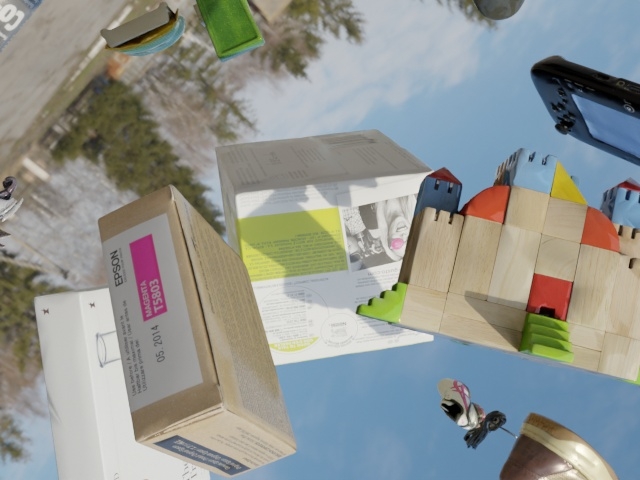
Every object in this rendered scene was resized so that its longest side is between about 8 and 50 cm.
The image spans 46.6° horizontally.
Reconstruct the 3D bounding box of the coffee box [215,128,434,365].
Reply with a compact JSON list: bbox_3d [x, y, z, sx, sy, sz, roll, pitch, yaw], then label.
[{"bbox_3d":[0.000,0.000,1.407,0.339,0.334,0.337,-8,-158,-10],"label":"coffee box"}]

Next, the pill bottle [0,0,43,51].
[{"bbox_3d":[-0.711,-0.467,1.489,0.361,0.204,0.204,-49,-161,3],"label":"pill bottle"}]

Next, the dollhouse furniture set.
[{"bbox_3d":[-0.278,-0.409,1.550,0.302,0.151,0.197,-23,-176,3],"label":"dollhouse furniture set"}]

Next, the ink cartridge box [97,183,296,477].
[{"bbox_3d":[-0.118,0.094,0.726,0.088,0.193,0.234,-23,-121,7],"label":"ink cartridge box"}]

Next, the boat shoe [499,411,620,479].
[{"bbox_3d":[0.352,0.367,0.969,0.123,0.342,0.123,-51,-155,-14],"label":"boat shoe"}]

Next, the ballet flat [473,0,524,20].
[{"bbox_3d":[0.211,-0.392,0.822,0.096,0.095,0.280,-126,-145,-76],"label":"ballet flat"}]

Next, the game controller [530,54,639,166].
[{"bbox_3d":[0.392,-0.130,0.887,0.319,0.166,0.067,37,-84,44],"label":"game controller"}]

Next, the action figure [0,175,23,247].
[{"bbox_3d":[-0.514,-0.099,1.050,0.284,0.186,0.099,91,21,-44],"label":"action figure"}]

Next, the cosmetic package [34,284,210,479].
[{"bbox_3d":[-0.310,0.256,1.210,0.098,0.376,0.284,-8,180,23],"label":"cosmetic package"}]

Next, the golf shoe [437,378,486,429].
[{"bbox_3d":[0.319,0.381,1.773,0.067,0.086,0.186,-67,-156,12],"label":"golf shoe"}]

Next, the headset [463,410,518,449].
[{"bbox_3d":[0.425,0.515,1.438,0.185,0.244,0.394,-54,-127,40],"label":"headset"}]

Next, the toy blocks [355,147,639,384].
[{"bbox_3d":[0.257,0.012,0.926,0.191,0.382,0.260,109,-5,-82],"label":"toy blocks"}]
